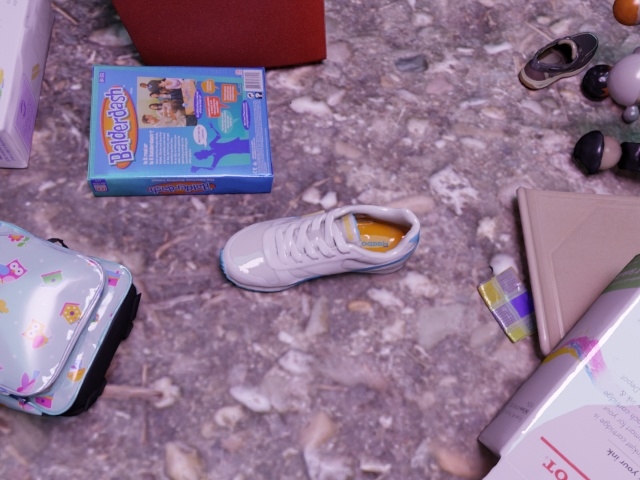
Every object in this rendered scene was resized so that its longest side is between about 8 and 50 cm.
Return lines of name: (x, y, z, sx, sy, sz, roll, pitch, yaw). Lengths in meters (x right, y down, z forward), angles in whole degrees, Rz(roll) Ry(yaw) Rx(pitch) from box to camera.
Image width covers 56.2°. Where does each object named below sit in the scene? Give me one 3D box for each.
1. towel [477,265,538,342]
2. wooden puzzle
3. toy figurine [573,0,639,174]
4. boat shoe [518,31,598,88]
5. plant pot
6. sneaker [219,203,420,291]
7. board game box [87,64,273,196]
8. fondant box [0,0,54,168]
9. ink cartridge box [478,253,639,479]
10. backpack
towel: (0.234, 0.077, 0.731, 0.060, 0.009, 0.083, -22, 73, -18)
wooden puzzle: (0.360, 0.043, 0.754, 0.238, 0.044, 0.221, 5, 66, -13)
toy figurine: (0.422, -0.203, 0.777, 0.148, 0.213, 0.210, 6, 62, 11)
boat shoe: (0.359, -0.270, 0.877, 0.152, 0.049, 0.056, -34, 76, -21)
plant pot: (-0.150, -0.363, 0.729, 0.235, 0.267, 0.267, -20, 72, -5)
sneaker: (0.000, 0.000, 0.679, 0.228, 0.092, 0.088, -8, 71, -12)
board game box: (-0.168, -0.135, 0.732, 0.210, 0.047, 0.160, -1, 68, -11)
fondant box: (-0.500, -0.212, 0.682, 0.330, 0.096, 0.239, 2, 67, -8)
ink cartridge box: (0.310, 0.199, 0.603, 0.207, 0.119, 0.353, 43, 86, 9)
backpack: (-0.293, 0.069, 0.574, 0.188, 0.144, 0.166, 20, 71, 2)
